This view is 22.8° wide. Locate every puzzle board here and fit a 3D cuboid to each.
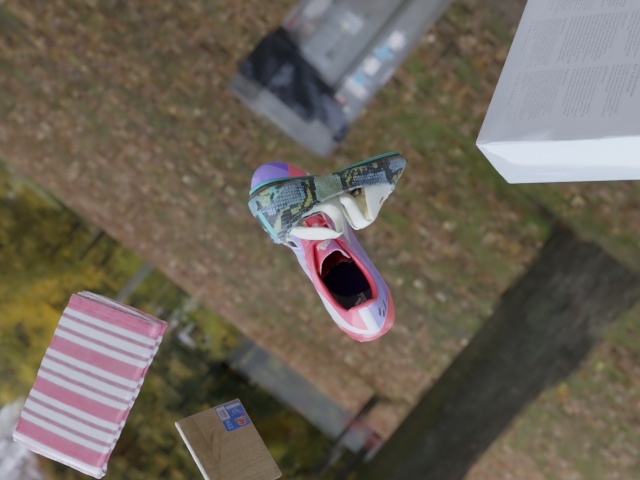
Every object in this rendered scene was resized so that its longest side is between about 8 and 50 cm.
[{"bbox_3d":[-0.096,0.220,1.663,0.096,0.011,0.128,59,-155,9],"label":"puzzle board"}]

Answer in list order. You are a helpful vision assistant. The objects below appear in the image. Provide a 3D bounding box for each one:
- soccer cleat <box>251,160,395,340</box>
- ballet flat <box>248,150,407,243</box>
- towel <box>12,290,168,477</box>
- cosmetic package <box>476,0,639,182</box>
[{"bbox_3d":[0.000,0.000,1.702,0.248,0.083,0.095,57,176,25],"label":"soccer cleat"},{"bbox_3d":[0.015,-0.034,1.468,0.188,0.070,0.070,-16,-138,-37],"label":"ballet flat"},{"bbox_3d":[-0.266,0.165,1.841,0.144,0.197,0.029,18,172,35],"label":"towel"},{"bbox_3d":[0.379,-0.249,1.916,0.284,0.377,0.097,-1,147,42],"label":"cosmetic package"}]
